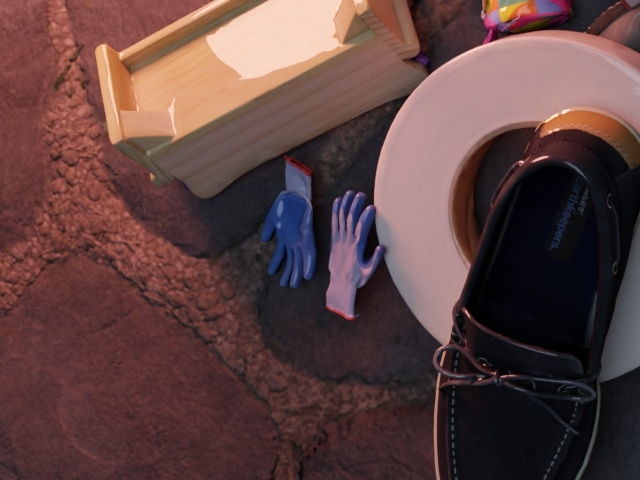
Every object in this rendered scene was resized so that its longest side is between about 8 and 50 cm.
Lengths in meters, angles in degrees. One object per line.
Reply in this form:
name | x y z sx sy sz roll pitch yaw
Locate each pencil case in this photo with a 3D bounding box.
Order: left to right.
pencil case | 0.206 -0.338 1.993 0.104 0.104 0.236 -11 85 21

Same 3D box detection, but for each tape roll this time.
tape roll | 0.247 -0.031 1.956 0.392 0.072 0.392 6 105 25

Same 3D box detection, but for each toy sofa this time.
toy sofa | -0.065 -0.205 2.092 0.363 0.177 0.150 -27 57 20

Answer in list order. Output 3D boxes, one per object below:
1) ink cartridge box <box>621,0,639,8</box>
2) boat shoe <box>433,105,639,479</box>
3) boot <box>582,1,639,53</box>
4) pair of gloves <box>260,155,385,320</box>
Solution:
ink cartridge box | 0.294 -0.347 1.903 0.072 0.127 0.175 -36 43 19
boat shoe | 0.213 0.106 1.881 0.187 0.156 0.500 21 113 18
boot | 0.338 -0.172 1.964 0.246 0.083 0.161 -30 87 25
pair of gloves | 0.000 0.000 2.072 0.198 0.023 0.159 31 124 42
